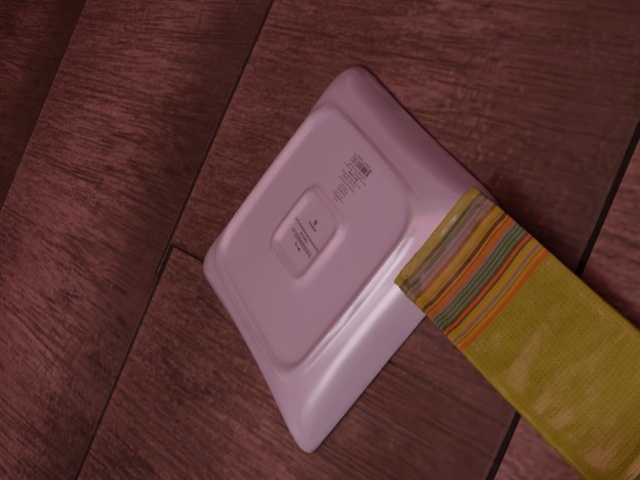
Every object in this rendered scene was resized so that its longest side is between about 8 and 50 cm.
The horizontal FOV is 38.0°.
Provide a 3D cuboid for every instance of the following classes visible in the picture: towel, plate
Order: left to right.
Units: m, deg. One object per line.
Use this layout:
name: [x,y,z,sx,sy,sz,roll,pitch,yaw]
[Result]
plate: [0.000,0.000,0.850,0.278,0.045,0.277,-52,42,16]
towel: [0.150,0.064,0.653,0.102,0.021,0.237,-56,49,16]
